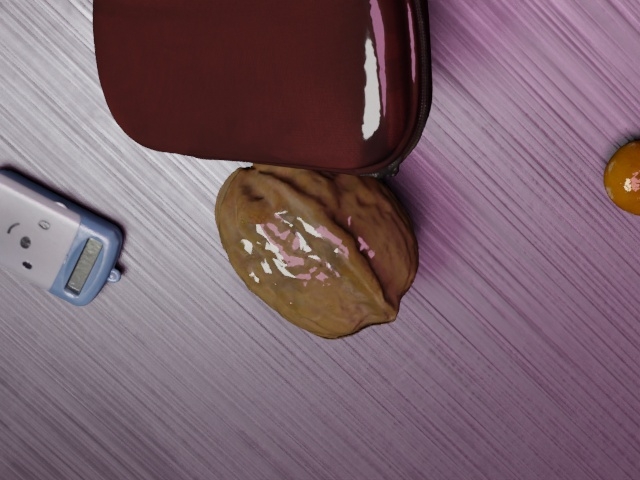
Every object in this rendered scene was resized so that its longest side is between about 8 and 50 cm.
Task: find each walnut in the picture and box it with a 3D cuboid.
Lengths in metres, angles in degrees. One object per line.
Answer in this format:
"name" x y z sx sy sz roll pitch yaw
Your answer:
"walnut" 0.000 0.000 1.578 0.245 0.198 0.198 47 113 -1

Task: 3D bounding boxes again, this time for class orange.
"orange" 0.352 -0.068 1.550 0.083 0.070 0.083 2 111 5

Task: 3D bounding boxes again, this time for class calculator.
"calculator" -0.336 -0.002 1.715 0.210 0.039 0.121 29 117 -4

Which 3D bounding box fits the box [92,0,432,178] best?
"box" -0.065 -0.203 1.476 0.404 0.108 0.263 9 113 32
